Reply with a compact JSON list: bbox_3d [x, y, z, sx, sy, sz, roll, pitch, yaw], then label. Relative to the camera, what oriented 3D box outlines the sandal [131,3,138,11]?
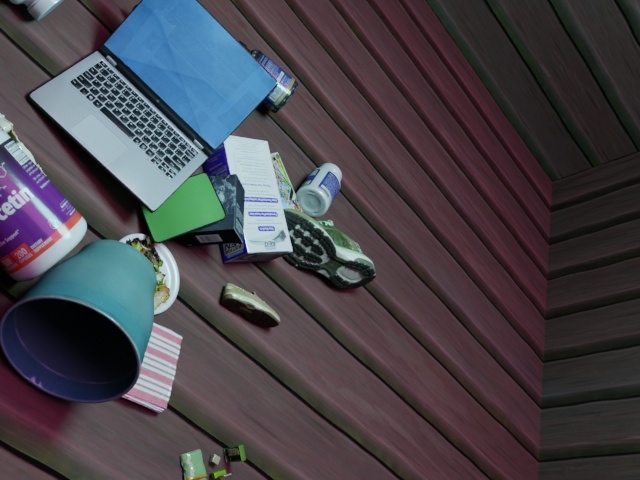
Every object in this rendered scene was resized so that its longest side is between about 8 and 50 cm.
[{"bbox_3d":[-0.447,-0.579,1.870,0.179,0.067,0.040,39,38,-43],"label":"sandal"}]

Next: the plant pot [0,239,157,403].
[{"bbox_3d":[-0.457,0.142,1.383,0.272,0.271,0.255,50,26,-23],"label":"plant pot"}]

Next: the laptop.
[{"bbox_3d":[-0.385,-0.358,1.632,0.382,0.236,0.408,44,45,-10],"label":"laptop"}]

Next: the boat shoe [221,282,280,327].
[{"bbox_3d":[-0.182,0.170,1.846,0.190,0.068,0.072,37,36,-34],"label":"boat shoe"}]

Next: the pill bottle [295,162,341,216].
[{"bbox_3d":[0.001,-0.167,2.178,0.112,0.112,0.187,54,37,-18],"label":"pill bottle"}]

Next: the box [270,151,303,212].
[{"bbox_3d":[-0.134,-0.158,2.073,0.114,0.036,0.207,-27,95,-52],"label":"box"}]

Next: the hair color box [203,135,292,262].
[{"bbox_3d":[-0.207,-0.113,1.908,0.185,0.110,0.339,0,72,-52],"label":"hair color box"}]

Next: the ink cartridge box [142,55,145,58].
[{"bbox_3d":[-0.400,-0.462,1.845,0.212,0.093,0.154,38,47,-35],"label":"ink cartridge box"}]

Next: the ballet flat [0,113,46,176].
[{"bbox_3d":[-0.655,-0.203,1.429,0.241,0.077,0.091,56,40,-16],"label":"ballet flat"}]

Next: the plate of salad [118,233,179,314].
[{"bbox_3d":[-0.410,0.077,1.621,0.199,0.048,0.200,24,57,-42],"label":"plate of salad"}]

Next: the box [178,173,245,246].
[{"bbox_3d":[-0.280,-0.076,1.744,0.093,0.155,0.158,71,16,-65],"label":"box"}]

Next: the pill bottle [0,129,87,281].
[{"bbox_3d":[-0.624,-0.087,1.327,0.323,0.181,0.182,52,41,-20],"label":"pill bottle"}]

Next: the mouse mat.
[{"bbox_3d":[-0.343,-0.083,1.682,0.189,0.007,0.153,-20,65,-14],"label":"mouse mat"}]

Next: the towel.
[{"bbox_3d":[-0.396,0.280,1.563,0.144,0.029,0.197,36,46,-36],"label":"towel"}]

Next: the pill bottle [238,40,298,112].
[{"bbox_3d":[-0.187,-0.501,2.083,0.219,0.122,0.123,37,47,-18],"label":"pill bottle"}]

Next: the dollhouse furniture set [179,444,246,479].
[{"bbox_3d":[-0.250,0.522,1.601,0.151,0.058,0.076,1,72,-50],"label":"dollhouse furniture set"}]

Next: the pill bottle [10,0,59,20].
[{"bbox_3d":[-0.687,-0.616,1.540,0.221,0.124,0.124,50,42,-22],"label":"pill bottle"}]

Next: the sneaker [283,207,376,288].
[{"bbox_3d":[0.000,0.000,2.113,0.410,0.158,0.182,37,27,-38],"label":"sneaker"}]
